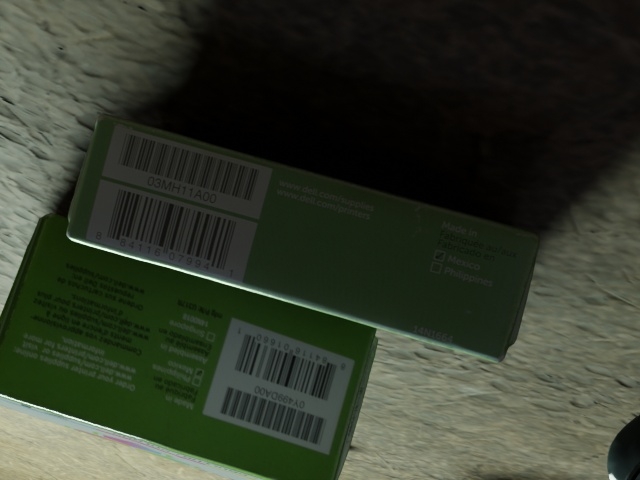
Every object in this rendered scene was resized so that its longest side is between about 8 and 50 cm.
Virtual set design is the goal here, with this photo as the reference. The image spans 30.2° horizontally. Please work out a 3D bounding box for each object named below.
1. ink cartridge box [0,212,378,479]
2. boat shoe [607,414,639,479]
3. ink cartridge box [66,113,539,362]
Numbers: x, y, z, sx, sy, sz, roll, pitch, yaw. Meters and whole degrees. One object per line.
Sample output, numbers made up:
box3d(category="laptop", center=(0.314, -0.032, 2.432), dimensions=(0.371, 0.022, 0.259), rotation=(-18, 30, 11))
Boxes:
box3d(category="ink cartridge box", center=(-0.102, 0.080, 0.712), dimensions=(0.188, 0.097, 0.255), rotation=(20, 164, -14))
box3d(category="boat shoe", center=(0.211, 0.143, 0.651), dimensions=(0.113, 0.127, 0.340), rotation=(33, 167, 23))
box3d(category="ink cartridge box", center=(0.000, 0.000, 0.542), dimensions=(0.171, 0.056, 0.235), rotation=(15, -178, 4))
